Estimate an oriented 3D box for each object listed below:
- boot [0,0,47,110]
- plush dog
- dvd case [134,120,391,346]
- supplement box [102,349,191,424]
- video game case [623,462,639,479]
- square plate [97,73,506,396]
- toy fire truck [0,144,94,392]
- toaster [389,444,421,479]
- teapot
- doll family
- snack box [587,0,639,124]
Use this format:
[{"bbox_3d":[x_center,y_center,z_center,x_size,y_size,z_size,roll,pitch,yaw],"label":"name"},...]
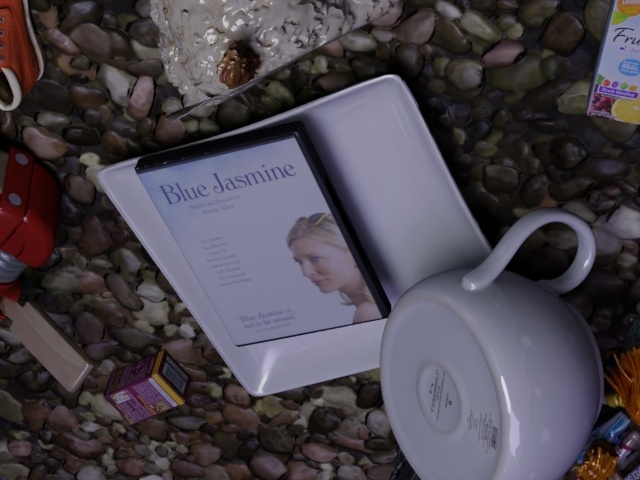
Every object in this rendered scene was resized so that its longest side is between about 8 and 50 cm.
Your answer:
[{"bbox_3d":[-0.311,-0.201,1.527,0.059,0.084,0.158,-6,127,19],"label":"boot"},{"bbox_3d":[-0.090,-0.248,1.393,0.262,0.210,0.225,-25,94,27],"label":"plush dog"},{"bbox_3d":[-0.054,0.000,1.621,0.180,0.022,0.253,-12,127,21],"label":"dvd case"},{"bbox_3d":[-0.199,0.170,1.847,0.083,0.043,0.055,-24,122,27],"label":"supplement box"},{"bbox_3d":[0.416,0.336,1.783,0.210,0.042,0.232,54,133,21],"label":"video game case"},{"bbox_3d":[0.000,0.000,1.658,0.347,0.049,0.344,-16,125,24],"label":"square plate"},{"bbox_3d":[-0.331,0.030,1.700,0.246,0.158,0.217,27,131,-27],"label":"toy fire truck"},{"bbox_3d":[0.171,0.250,1.785,0.146,0.129,0.227,19,130,-8],"label":"toaster"},{"bbox_3d":[0.191,0.130,1.582,0.187,0.252,0.256,-13,164,-30],"label":"teapot"},{"bbox_3d":[0.313,0.169,1.661,0.118,0.163,0.263,26,130,-11],"label":"doll family"},{"bbox_3d":[0.304,-0.170,1.456,0.100,0.037,0.141,10,131,2],"label":"snack box"}]
